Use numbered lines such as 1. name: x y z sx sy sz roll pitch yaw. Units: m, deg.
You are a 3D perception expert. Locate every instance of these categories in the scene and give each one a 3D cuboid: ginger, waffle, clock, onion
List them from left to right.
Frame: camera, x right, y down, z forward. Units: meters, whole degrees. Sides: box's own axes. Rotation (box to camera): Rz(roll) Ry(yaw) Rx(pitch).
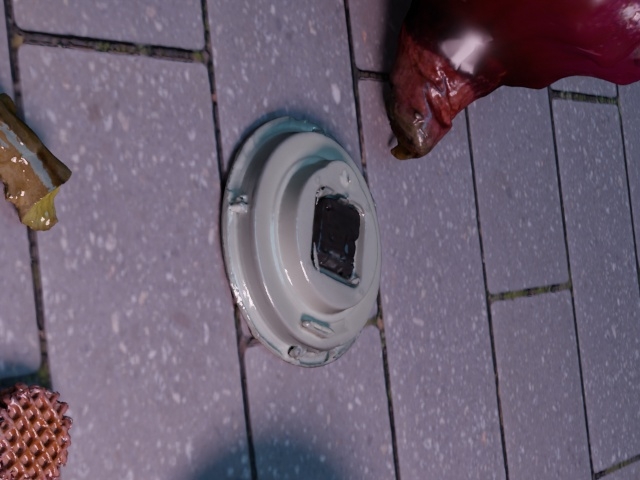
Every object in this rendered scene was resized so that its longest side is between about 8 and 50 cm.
1. ginger: -0.218 -0.063 0.911 0.057 0.044 0.137 -47 121 -25
2. waffle: -0.205 0.139 0.901 0.083 0.029 0.075 26 66 -52
3. clock: 0.000 0.000 1.185 0.236 0.053 0.236 11 76 -51
4. onion: 0.189 -0.270 1.317 0.398 0.398 0.420 15 114 -51
